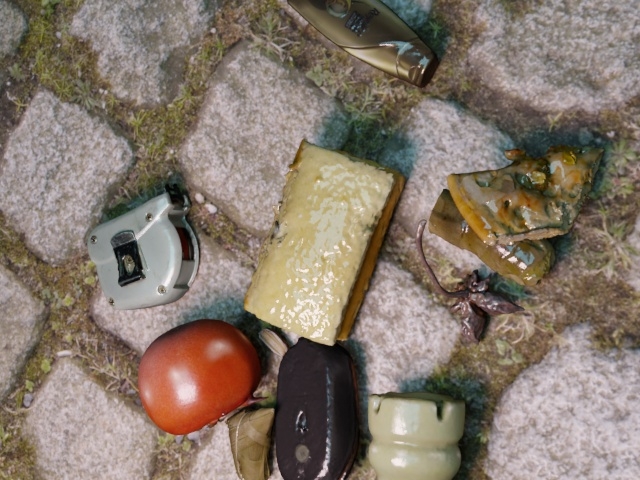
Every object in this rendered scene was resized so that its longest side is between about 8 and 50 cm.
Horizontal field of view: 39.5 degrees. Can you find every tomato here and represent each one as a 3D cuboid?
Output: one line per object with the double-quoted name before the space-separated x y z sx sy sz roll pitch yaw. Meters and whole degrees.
"tomato" -0.251 0.282 1.848 0.255 0.256 0.224 -22 96 21

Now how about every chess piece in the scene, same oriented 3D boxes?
"chess piece" 0.169 0.512 1.677 0.234 0.234 0.442 0 84 24

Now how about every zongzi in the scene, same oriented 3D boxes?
"zongzi" -0.121 0.440 1.843 0.178 0.081 0.189 -24 76 56

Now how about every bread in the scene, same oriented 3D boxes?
"bread" 0.000 0.000 1.801 0.236 0.165 0.375 23 96 19

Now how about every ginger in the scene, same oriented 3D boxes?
"ginger" 0.325 -0.012 1.692 0.263 0.116 0.109 31 58 27

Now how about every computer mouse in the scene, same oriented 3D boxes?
"computer mouse" -0.005 0.355 1.808 0.183 0.116 0.323 -10 71 34

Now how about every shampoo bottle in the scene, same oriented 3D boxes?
"shampoo bottle" 0.091 -0.436 1.828 0.350 0.084 0.125 40 101 20

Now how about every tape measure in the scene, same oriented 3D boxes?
"tape measure" -0.393 0.029 1.993 0.243 0.125 0.246 -24 77 21

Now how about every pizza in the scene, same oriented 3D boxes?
"pizza" 0.392 -0.094 1.624 0.297 0.071 0.189 -15 61 -5

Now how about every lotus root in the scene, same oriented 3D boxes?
"lotus root" -0.094 0.216 1.901 0.083 0.030 0.037 41 106 23

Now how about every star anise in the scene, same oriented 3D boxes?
"star anise" 0.257 0.083 1.651 0.148 0.227 0.219 -1 83 43
